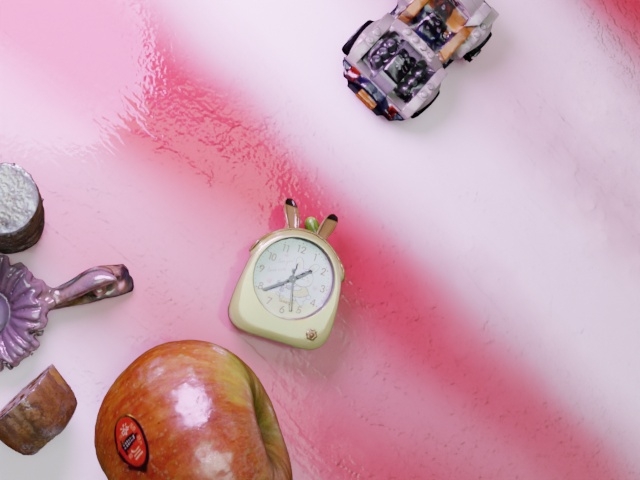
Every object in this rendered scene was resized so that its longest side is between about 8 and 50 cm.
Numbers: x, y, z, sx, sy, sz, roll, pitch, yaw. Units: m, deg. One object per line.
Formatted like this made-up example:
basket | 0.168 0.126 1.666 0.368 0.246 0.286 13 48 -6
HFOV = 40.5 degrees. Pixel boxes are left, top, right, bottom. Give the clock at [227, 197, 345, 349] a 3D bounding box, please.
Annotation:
clock | -0.043 0.053 1.416 0.170 0.069 0.232 19 85 -8

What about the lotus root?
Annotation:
lotus root | -0.418 0.248 1.276 0.122 0.112 0.081 -40 108 15

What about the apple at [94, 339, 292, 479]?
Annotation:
apple | -0.188 0.301 1.251 0.250 0.309 0.277 -24 130 3

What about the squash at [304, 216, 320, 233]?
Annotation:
squash | -0.001 0.001 1.468 0.027 0.027 0.089 -29 96 -17

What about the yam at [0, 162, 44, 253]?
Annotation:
yam | -0.452 -0.046 1.252 0.107 0.194 0.107 3 80 -16

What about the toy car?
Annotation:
toy car | 0.172 -0.342 1.511 0.193 0.118 0.301 44 75 -10

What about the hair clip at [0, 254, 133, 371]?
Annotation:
hair clip | -0.430 0.093 1.308 0.300 0.069 0.173 -17 90 -17
